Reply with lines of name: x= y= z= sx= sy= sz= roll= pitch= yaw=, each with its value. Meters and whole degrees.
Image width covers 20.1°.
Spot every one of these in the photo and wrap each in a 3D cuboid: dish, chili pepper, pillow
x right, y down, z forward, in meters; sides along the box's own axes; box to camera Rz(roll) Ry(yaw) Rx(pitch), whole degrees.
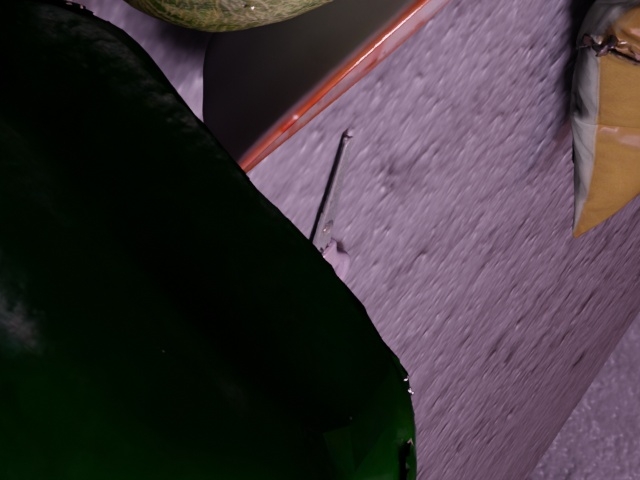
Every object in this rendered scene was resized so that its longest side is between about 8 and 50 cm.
dish: x=0.026 y=-0.136 z=0.799 sx=0.260 sy=0.085 sz=0.260 roll=-41 pitch=-177 yaw=2
chili pepper: x=-0.100 y=0.062 z=0.626 sx=0.248 sy=0.256 sz=0.233 roll=-47 pitch=173 yaw=-30
pillow: x=0.301 y=-0.182 z=1.476 sx=0.310 sy=0.119 sz=0.312 roll=-53 pitch=162 yaw=-20

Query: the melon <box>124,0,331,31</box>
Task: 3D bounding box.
melon: x=-0.010 y=-0.160 z=0.642 sx=0.192 sy=0.139 sz=0.139 roll=-52 pitch=163 yaw=-18

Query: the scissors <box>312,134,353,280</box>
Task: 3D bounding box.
scissors: x=0.000 y=0.000 z=1.179 sx=0.100 sy=0.015 sz=0.189 roll=-43 pitch=157 yaw=-40
